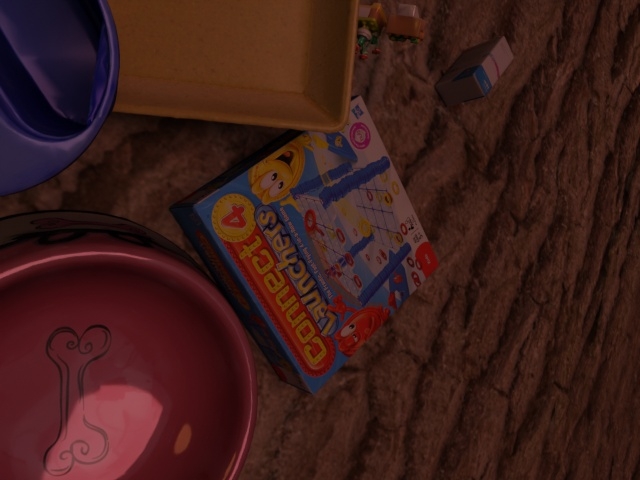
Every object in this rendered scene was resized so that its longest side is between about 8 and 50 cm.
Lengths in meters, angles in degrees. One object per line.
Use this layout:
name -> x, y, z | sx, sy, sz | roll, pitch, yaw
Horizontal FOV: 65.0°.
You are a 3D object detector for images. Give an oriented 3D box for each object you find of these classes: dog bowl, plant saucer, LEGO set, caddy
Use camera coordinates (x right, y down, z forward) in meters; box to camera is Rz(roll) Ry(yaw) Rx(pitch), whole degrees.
dog bowl -> -0.244, 0.169, 0.516 | 0.408, 0.150, 0.407 | 0, 91, -35
plant saucer -> -0.122, -0.301, 0.563 | 0.333, 0.081, 0.332 | 4, 99, -10
LEGO set -> -0.007, -0.295, 0.687 | 0.287, 0.132, 0.107 | 21, 83, -11
caddy -> -0.313, -0.200, 0.402 | 0.241, 0.179, 0.341 | -29, 106, -9

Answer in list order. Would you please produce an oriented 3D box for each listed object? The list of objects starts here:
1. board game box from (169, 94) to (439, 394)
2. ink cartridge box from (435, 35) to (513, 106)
board game box -> 0.000, 0.000, 0.724 | 0.302, 0.086, 0.308 | -40, 113, -28
ink cartridge box -> 0.282, -0.308, 0.918 | 0.052, 0.089, 0.122 | 50, 64, -25
